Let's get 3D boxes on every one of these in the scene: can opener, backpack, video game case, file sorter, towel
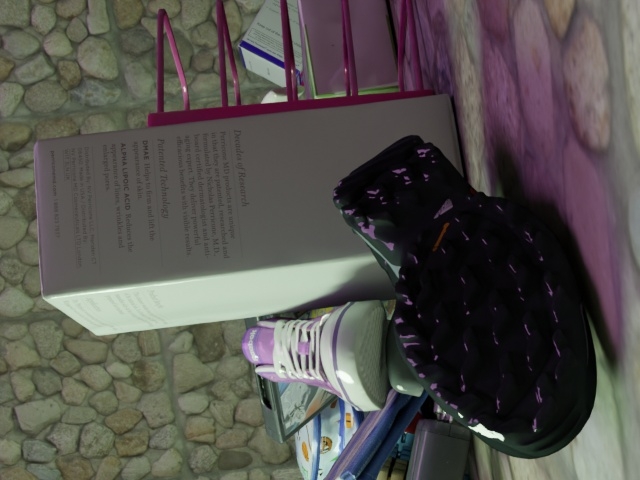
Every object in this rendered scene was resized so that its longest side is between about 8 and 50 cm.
[{"bbox_3d":[0.088,0.185,0.889,0.076,0.095,0.283,99,-176,-79],"label":"can opener"},{"bbox_3d":[0.066,0.267,1.405,0.263,0.213,0.276,-114,16,-47],"label":"backpack"},{"bbox_3d":[0.027,0.087,1.181,0.035,0.275,0.248,30,143,35],"label":"video game case"},{"bbox_3d":[-0.032,-0.160,1.083,0.202,0.290,0.182,85,-179,-65],"label":"file sorter"},{"bbox_3d":[0.068,0.208,1.055,0.209,0.034,0.285,-53,-6,-23],"label":"towel"}]

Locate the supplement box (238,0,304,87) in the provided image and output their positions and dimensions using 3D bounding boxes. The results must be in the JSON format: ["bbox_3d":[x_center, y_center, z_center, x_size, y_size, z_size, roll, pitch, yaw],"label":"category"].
[{"bbox_3d":[-0.031,-0.372,1.583,0.220,0.114,0.111,-62,-4,-7],"label":"supplement box"}]

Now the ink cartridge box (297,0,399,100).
[{"bbox_3d":[0.038,-0.219,1.398,0.353,0.119,0.207,84,177,-70],"label":"ink cartridge box"}]

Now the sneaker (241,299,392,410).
[{"bbox_3d":[-0.009,0.116,0.961,0.282,0.161,0.102,58,-145,-77],"label":"sneaker"}]

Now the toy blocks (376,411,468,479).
[{"bbox_3d":[0.097,0.357,1.090,0.381,0.190,0.261,-34,-45,-77],"label":"toy blocks"}]

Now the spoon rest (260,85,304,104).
[{"bbox_3d":[-0.018,-0.056,1.233,0.084,0.137,0.276,-24,83,49],"label":"spoon rest"}]

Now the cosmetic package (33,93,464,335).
[{"bbox_3d":[-0.060,-0.016,0.934,0.217,0.385,0.156,96,165,-75],"label":"cosmetic package"}]

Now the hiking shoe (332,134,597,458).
[{"bbox_3d":[0.108,0.037,0.620,0.132,0.113,0.304,48,-169,-30],"label":"hiking shoe"}]
